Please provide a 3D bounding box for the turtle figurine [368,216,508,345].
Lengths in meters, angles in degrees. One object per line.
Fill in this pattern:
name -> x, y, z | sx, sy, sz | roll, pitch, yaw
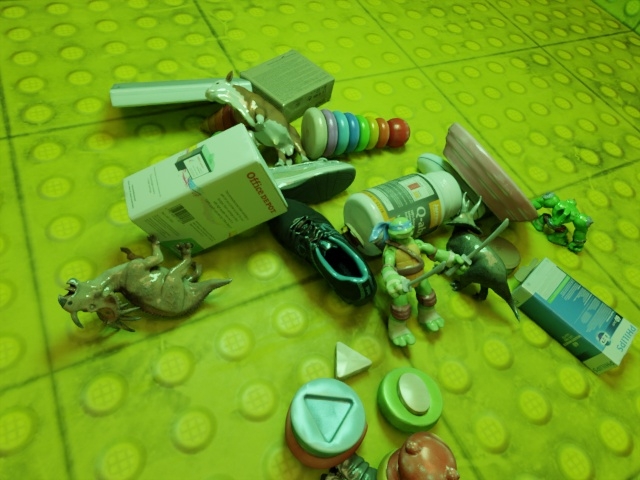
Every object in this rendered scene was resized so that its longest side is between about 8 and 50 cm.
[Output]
turtle figurine -> 0.220, 0.095, 0.883 | 0.275, 0.266, 0.198 | 7, 30, 27

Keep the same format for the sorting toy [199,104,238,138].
sorting toy -> -0.300, -0.235, 1.142 | 0.126, 0.127, 0.365 | -3, 51, 15

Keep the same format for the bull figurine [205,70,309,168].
bull figurine -> -0.152, -0.300, 1.118 | 0.310, 0.101, 0.188 | 25, 36, -45

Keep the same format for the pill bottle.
pill bottle -> 0.210, -0.078, 1.085 | 0.278, 0.162, 0.162 | -21, 62, -23

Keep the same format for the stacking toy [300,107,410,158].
stacking toy -> 0.116, -0.320, 1.259 | 0.330, 0.141, 0.141 | -8, 58, -22

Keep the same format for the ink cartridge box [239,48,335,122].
ink cartridge box -> -0.104, -0.484, 1.346 | 0.193, 0.088, 0.235 | 41, 59, 18

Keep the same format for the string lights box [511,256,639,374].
string lights box -> 0.609, 0.178, 1.041 | 0.133, 0.076, 0.260 | -35, 69, -29

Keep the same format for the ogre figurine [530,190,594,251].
ogre figurine -> 0.661, -0.058, 1.189 | 0.097, 0.118, 0.197 | -22, 63, -24

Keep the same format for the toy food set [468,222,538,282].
toy food set -> 0.465, 0.037, 1.139 | 0.132, 0.038, 0.192 | -31, 57, -34

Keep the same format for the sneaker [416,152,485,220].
sneaker -> 0.344, -0.148, 1.204 | 0.091, 0.094, 0.258 | -30, 59, -11

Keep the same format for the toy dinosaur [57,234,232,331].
toy dinosaur -> -0.343, 0.107, 0.877 | 0.296, 0.127, 0.200 | 15, 61, -16

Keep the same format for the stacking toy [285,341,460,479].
stacking toy -> 0.108, 0.302, 0.780 | 0.309, 0.130, 0.279 | 21, 43, 9

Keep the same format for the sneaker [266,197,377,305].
sneaker -> 0.000, 0.000, 0.989 | 0.341, 0.139, 0.125 | 40, 78, 18

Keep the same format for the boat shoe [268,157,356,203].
boat shoe -> -0.063, -0.158, 1.116 | 0.320, 0.118, 0.103 | -16, 60, -11

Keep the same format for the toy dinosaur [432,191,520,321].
toy dinosaur -> 0.369, 0.055, 1.026 | 0.121, 0.160, 0.313 | -12, 59, -18

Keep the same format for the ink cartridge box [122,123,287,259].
ink cartridge box -> -0.238, -0.097, 0.926 | 0.278, 0.201, 0.117 | -25, 61, 2

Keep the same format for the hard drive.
hard drive -> -0.392, -0.422, 1.206 | 0.353, 0.047, 0.233 | -11, 26, -18

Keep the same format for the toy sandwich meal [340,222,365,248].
toy sandwich meal -> 0.074, -0.007, 1.019 | 0.029, 0.085, 0.085 | -37, 67, -2

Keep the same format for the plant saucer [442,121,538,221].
plant saucer -> 0.441, -0.169, 1.156 | 0.332, 0.084, 0.332 | 42, 20, -20

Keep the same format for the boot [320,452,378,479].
boot -> 0.050, 0.490, 0.721 | 0.161, 0.083, 0.246 | 24, 47, 11
